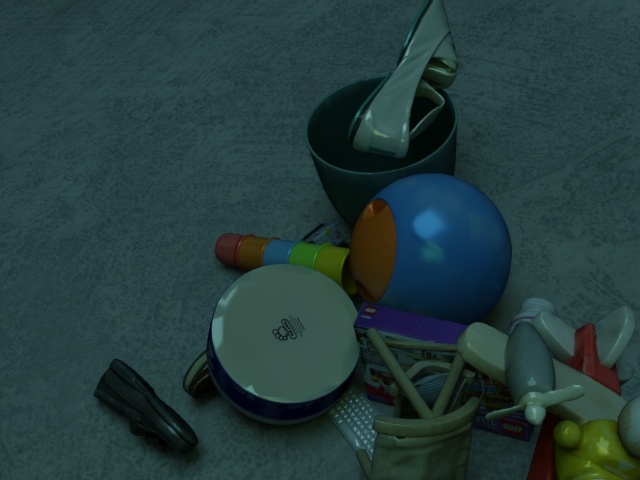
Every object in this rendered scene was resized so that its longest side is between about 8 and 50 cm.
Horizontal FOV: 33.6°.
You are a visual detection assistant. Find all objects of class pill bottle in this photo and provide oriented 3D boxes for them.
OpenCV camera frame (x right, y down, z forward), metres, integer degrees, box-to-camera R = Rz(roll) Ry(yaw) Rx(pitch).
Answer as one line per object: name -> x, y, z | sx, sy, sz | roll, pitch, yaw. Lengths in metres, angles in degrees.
pill bottle -> 0.362, 0.179, 1.825 | 0.087, 0.087, 0.160 | 7, 47, 19

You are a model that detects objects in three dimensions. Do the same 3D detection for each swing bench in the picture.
swing bench -> 0.142, 0.304, 1.567 | 0.165, 0.253, 0.255 | 4, 27, -2

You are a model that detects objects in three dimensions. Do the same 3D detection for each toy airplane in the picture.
toy airplane -> 0.395, 0.252, 1.460 | 0.386, 0.272, 0.384 | -16, 80, -33

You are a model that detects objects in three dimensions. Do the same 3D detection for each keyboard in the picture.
keyboard -> 0.095, 0.342, 1.779 | 0.072, 0.014, 0.256 | -28, 46, -15

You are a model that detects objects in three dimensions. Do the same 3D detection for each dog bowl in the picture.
dog bowl -> -0.063, 0.177, 1.832 | 0.264, 0.104, 0.265 | 4, 61, -7

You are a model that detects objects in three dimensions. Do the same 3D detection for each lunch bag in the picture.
lunch bag -> 0.000, 0.000, 2.103 | 0.071, 0.053, 0.083 | -38, 12, -24

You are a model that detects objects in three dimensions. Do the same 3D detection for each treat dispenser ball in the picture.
treat dispenser ball -> 0.194, 0.026, 1.874 | 0.288, 0.288, 0.288 | -7, 45, 7

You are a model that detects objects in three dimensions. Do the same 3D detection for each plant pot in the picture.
plant pot -> 0.131, -0.144, 2.093 | 0.293, 0.235, 0.293 | -6, 45, 6

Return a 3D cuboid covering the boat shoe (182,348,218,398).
boat shoe -> -0.123, 0.211, 1.905 | 0.257, 0.095, 0.095 | -35, 54, -21

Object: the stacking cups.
stacking cups -> -0.066, 0.029, 2.046 | 0.316, 0.096, 0.096 | 12, 50, 33

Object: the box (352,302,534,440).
box -> 0.207, 0.215, 1.745 | 0.293, 0.201, 0.057 | 12, 48, 23

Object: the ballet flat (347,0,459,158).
ballet flat -> 0.184, -0.298, 1.994 | 0.139, 0.139, 0.400 | 14, 54, 24

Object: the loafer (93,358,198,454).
loafer -> -0.310, 0.308, 1.868 | 0.084, 0.096, 0.267 | -49, 45, -6

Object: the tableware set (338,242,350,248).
tableware set -> 0.028, 0.064, 2.061 | 0.104, 0.024, 0.154 | 25, 57, 33
